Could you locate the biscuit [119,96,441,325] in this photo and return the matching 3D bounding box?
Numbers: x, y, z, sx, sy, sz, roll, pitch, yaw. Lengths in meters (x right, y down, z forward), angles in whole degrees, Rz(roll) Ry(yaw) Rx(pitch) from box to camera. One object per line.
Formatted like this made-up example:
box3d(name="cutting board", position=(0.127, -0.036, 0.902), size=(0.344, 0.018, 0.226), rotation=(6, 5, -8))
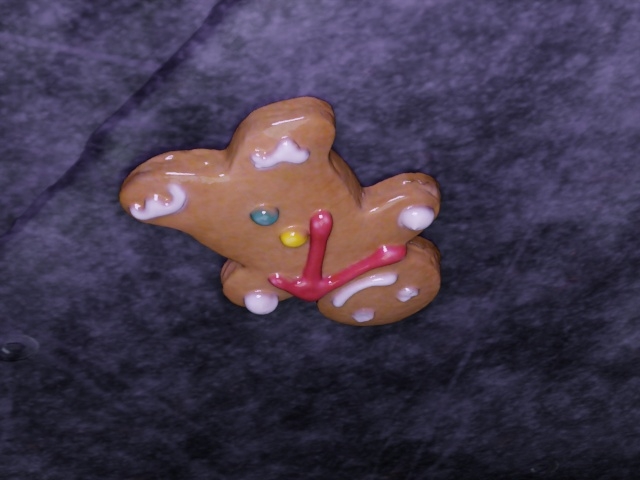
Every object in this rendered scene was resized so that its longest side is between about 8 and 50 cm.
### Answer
box3d(name="biscuit", position=(0.000, 0.000, 1.295), size=(0.216, 0.047, 0.340), rotation=(-23, 144, 18))
